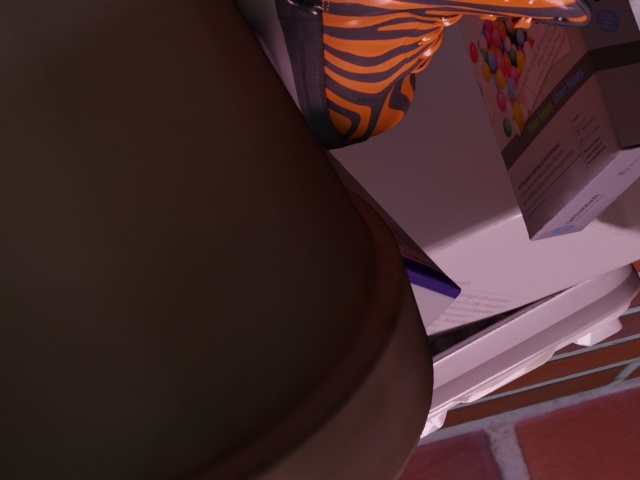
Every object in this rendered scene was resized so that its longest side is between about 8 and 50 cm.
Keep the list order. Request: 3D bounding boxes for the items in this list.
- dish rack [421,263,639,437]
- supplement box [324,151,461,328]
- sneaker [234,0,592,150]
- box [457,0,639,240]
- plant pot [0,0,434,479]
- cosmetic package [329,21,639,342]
[{"bbox_3d":[0.137,0.060,1.495,0.285,0.072,0.333,-29,-169,7],"label":"dish rack"},{"bbox_3d":[-0.043,-0.015,1.027,0.114,0.220,0.111,-46,155,11],"label":"supplement box"},{"bbox_3d":[0.060,-0.125,0.914,0.180,0.124,0.321,-1,168,11],"label":"sneaker"},{"bbox_3d":[0.127,-0.111,0.982,0.038,0.186,0.145,-11,165,-17],"label":"box"},{"bbox_3d":[-0.136,-0.021,0.775,0.323,0.323,0.280,-12,121,7],"label":"plant pot"},{"bbox_3d":[0.000,0.000,1.304,0.453,0.161,0.230,-24,162,30],"label":"cosmetic package"}]
